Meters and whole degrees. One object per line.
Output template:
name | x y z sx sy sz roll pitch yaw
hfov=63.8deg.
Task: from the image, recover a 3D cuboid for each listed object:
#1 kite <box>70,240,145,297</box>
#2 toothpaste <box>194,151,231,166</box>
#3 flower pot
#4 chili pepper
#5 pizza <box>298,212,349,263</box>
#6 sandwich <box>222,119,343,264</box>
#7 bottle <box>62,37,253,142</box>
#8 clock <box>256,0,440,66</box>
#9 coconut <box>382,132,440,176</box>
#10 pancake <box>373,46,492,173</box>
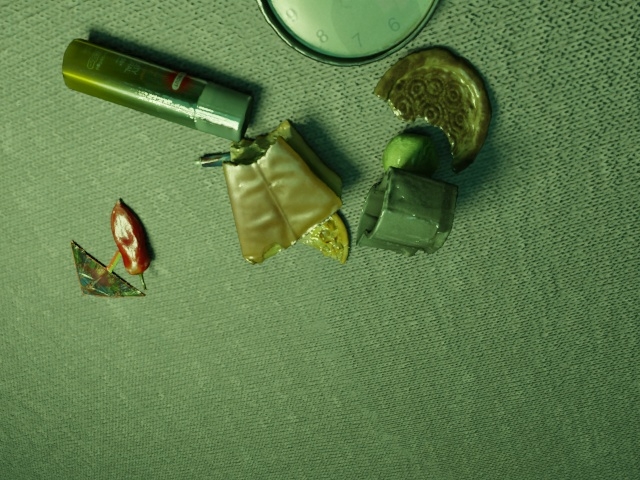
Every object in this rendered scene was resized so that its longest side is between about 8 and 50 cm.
kite | -0.462 0.073 1.092 0.159 0.010 0.190 -37 113 25
toothpaste | -0.180 -0.141 0.905 0.083 0.019 0.027 -4 122 2
flower pot | 0.129 -0.035 0.826 0.108 0.229 0.103 14 83 -2
chili pepper | -0.373 0.010 1.015 0.059 0.050 0.191 -4 111 14
pizza | 0.000 0.000 0.970 0.109 0.026 0.123 -5 123 14
sandwich | -0.098 -0.080 0.877 0.220 0.108 0.186 -37 112 22
bottle | -0.251 -0.235 0.816 0.286 0.082 0.082 18 124 -4
clock | 0.037 -0.377 0.698 0.281 0.055 0.280 4 124 5
coconut | 0.149 -0.129 0.830 0.096 0.088 0.088 23 128 26
pancake | 0.171 -0.196 0.779 0.190 0.020 0.184 3 102 -8
